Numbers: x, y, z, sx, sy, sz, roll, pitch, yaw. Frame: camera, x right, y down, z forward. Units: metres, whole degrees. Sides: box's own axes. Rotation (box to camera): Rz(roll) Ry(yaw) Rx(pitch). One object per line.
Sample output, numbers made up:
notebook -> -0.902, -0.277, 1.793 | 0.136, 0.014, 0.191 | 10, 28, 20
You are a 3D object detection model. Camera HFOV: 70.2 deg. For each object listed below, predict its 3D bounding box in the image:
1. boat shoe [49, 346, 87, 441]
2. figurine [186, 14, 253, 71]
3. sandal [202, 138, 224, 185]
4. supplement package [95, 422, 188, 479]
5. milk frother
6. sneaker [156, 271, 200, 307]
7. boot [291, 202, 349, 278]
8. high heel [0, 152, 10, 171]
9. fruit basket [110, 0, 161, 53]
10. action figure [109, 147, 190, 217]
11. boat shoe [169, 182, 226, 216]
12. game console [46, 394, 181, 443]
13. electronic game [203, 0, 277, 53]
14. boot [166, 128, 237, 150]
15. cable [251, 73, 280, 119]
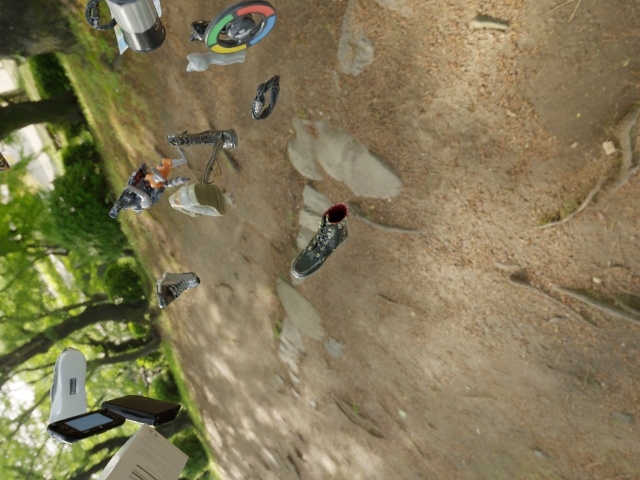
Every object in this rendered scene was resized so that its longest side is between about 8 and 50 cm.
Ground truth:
boat shoe -> -0.853, 0.510, 1.528 | 0.102, 0.108, 0.301 | -1, 87, 49
figurine -> -0.341, -0.646, 1.486 | 0.092, 0.209, 0.215 | 53, 149, 9
sandal -> -0.399, -0.274, 1.724 | 0.060, 0.219, 0.090 | 20, 172, -8
supplement package -> -0.403, 0.533, 0.940 | 0.134, 0.244, 0.139 | 42, 105, -6
milk frother -> -0.379, -0.438, 0.843 | 0.135, 0.143, 0.129 | 110, 145, -75
sneaker -> -0.485, 0.154, 1.572 | 0.229, 0.132, 0.086 | -121, 24, -69
boot -> -0.001, -0.002, 1.387 | 0.085, 0.236, 0.179 | 41, 157, 19
high heel -> -1.082, -0.268, 1.489 | 0.186, 0.093, 0.261 | 20, 168, 17
fruit basket -> -0.673, -0.879, 1.565 | 0.327, 0.165, 0.353 | -9, 89, 43
action figure -> -0.692, -0.197, 1.842 | 0.178, 0.341, 0.330 | 37, 132, -25
boat shoe -> -0.423, -0.140, 1.600 | 0.302, 0.103, 0.113 | 30, -131, -78
game console -> -0.591, 0.512, 1.313 | 0.213, 0.361, 0.044 | 3, 85, 21
electronic game -> -0.232, -0.618, 1.327 | 0.229, 0.229, 0.048 | -27, 88, 58
boot -> -0.496, -0.417, 1.903 | 0.263, 0.229, 0.091 | 14, 111, 45
cable -> -0.194, -0.512, 1.631 | 0.047, 0.150, 0.184 | 29, 157, 4
